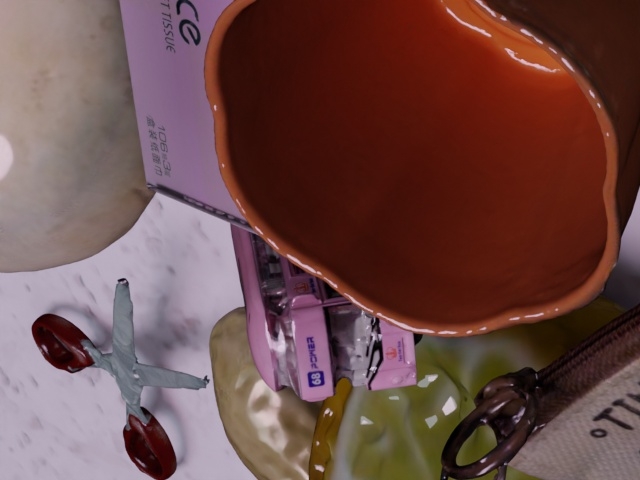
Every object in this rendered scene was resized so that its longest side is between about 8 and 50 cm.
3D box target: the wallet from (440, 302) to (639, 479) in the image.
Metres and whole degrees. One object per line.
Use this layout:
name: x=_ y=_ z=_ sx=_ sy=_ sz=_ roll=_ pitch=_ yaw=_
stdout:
wallet: x=0.238 y=0.056 z=0.779 sx=0.275 sy=0.068 sz=0.335 roll=22 pitch=138 yaw=-25

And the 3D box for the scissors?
scissors: x=-0.125 y=0.085 z=1.264 sx=0.144 sy=0.017 sz=0.248 roll=49 pitch=158 yaw=1

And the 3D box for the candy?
candy: x=0.092 y=0.145 z=0.993 sx=0.260 sy=0.118 sz=0.260 roll=-5 pitch=84 yaw=54

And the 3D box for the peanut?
peanut: x=0.010 y=0.128 z=1.156 sx=0.214 sy=0.090 sz=0.098 roll=49 pitch=147 yaw=0

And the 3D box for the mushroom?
mushroom: x=-0.166 y=-0.110 z=1.050 sx=0.254 sy=0.234 sz=0.260 roll=-9 pitch=86 yaw=18

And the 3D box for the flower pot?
flower pot: x=0.068 y=-0.083 z=0.837 sx=0.190 sy=0.173 sz=0.190 roll=17 pitch=136 yaw=18

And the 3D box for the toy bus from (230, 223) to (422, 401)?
toy bus: x=0.000 y=0.000 z=0.979 sx=0.203 sy=0.090 sz=0.063 roll=-104 pitch=6 yaw=-56

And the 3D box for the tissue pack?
tissue pack: x=-0.019 y=-0.140 z=0.914 sx=0.092 sy=0.148 sz=0.246 roll=24 pitch=135 yaw=33
